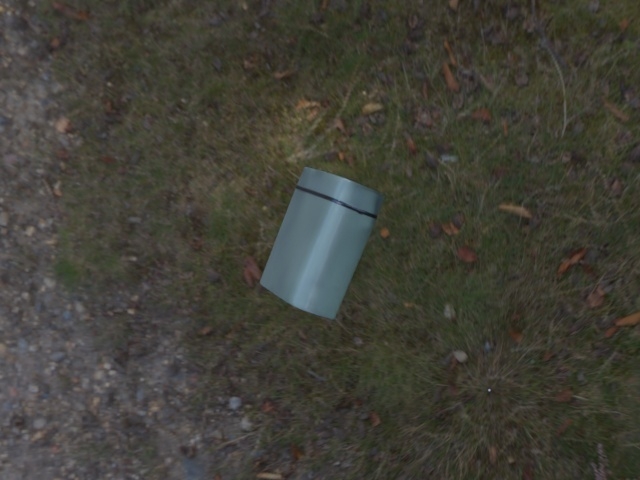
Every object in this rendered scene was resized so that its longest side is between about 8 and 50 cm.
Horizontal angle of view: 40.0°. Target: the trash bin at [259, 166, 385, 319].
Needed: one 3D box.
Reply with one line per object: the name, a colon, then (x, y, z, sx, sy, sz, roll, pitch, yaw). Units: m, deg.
trash bin: (0.000, 0.000, 0.866, 0.059, 0.116, 0.129, 21, 92, -24)
